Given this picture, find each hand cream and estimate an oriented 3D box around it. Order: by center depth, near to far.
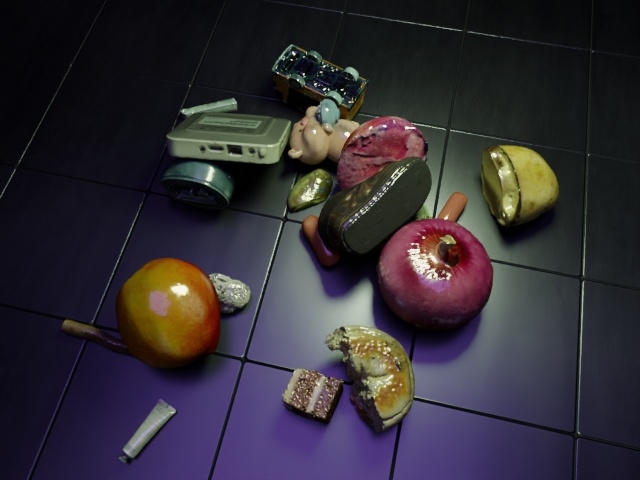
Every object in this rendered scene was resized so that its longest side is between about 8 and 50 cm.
[{"bbox_3d":[-0.507,0.557,1.652,0.067,0.042,0.194,29,63,22],"label":"hand cream"}]

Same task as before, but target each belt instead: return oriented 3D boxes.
[{"bbox_3d":[-0.420,-0.188,1.907,0.268,0.206,0.116,8,67,20],"label":"belt"}]

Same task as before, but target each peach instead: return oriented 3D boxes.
[{"bbox_3d":[-0.438,0.221,1.674,0.308,0.308,0.332,-42,84,-17],"label":"peach"}]

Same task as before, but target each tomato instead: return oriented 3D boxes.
[{"bbox_3d":[0.198,-0.282,1.891,0.290,0.334,0.176,1,41,-1],"label":"tomato"}]

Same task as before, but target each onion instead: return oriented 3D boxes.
[{"bbox_3d":[0.363,0.084,1.720,0.359,0.345,0.358,22,45,-24],"label":"onion"}]

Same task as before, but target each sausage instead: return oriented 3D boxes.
[{"bbox_3d":[0.000,0.000,1.884,0.077,0.077,0.194,-26,66,-11],"label":"sausage"},{"bbox_3d":[0.443,-0.097,1.928,0.062,0.062,0.154,31,69,14],"label":"sausage"}]

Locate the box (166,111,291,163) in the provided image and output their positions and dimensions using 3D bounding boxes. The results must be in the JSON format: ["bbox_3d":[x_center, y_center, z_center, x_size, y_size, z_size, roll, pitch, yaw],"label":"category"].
[{"bbox_3d":[-0.300,-0.361,1.941,0.368,0.090,0.373,4,25,3],"label":"box"}]

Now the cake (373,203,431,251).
[{"bbox_3d":[0.257,-0.052,1.892,0.236,0.099,0.100,-21,64,-8],"label":"cake"}]

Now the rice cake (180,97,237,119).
[{"bbox_3d":[-0.418,-0.491,2.138,0.211,0.043,0.034,-14,61,-6],"label":"rice cake"}]

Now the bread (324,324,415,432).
[{"bbox_3d":[0.163,0.376,1.651,0.192,0.171,0.314,-24,72,-24],"label":"bread"}]

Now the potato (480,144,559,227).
[{"bbox_3d":[0.674,-0.188,1.894,0.243,0.242,0.285,-13,59,-5],"label":"potato"}]

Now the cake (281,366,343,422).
[{"bbox_3d":[-0.022,0.446,1.645,0.147,0.135,0.134,22,68,16],"label":"cake"}]

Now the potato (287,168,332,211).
[{"bbox_3d":[-0.039,-0.178,1.981,0.198,0.054,0.119,-34,71,-14],"label":"potato"}]

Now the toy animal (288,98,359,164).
[{"bbox_3d":[0.021,-0.358,2.000,0.221,0.229,0.209,36,30,-25],"label":"toy animal"}]

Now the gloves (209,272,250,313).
[{"bbox_3d":[-0.302,0.170,1.809,0.153,0.070,0.114,22,67,9],"label":"gloves"}]

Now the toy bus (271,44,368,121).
[{"bbox_3d":[-0.006,-0.556,2.080,0.324,0.194,0.161,28,69,10],"label":"toy bus"}]

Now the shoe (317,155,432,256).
[{"bbox_3d":[0.164,-0.116,1.798,0.384,0.237,0.171,-45,116,-11],"label":"shoe"}]

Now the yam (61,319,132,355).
[{"bbox_3d":[-0.647,0.313,1.764,0.327,0.045,0.045,16,35,7],"label":"yam"}]
